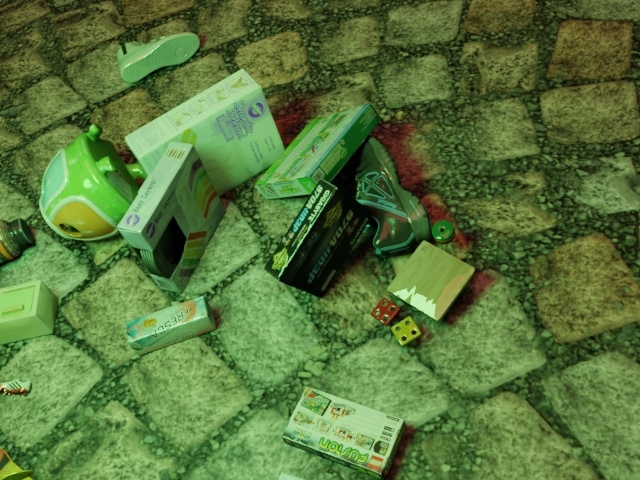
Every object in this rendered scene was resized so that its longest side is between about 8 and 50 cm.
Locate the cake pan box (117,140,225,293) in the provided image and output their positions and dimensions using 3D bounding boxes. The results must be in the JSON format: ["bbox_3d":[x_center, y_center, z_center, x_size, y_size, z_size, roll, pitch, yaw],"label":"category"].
[{"bbox_3d":[-0.328,-0.046,1.664,0.070,0.245,0.266,10,56,23],"label":"cake pan box"}]

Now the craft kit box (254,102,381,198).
[{"bbox_3d":[-0.010,-0.206,1.745,0.250,0.061,0.247,-51,28,-22],"label":"craft kit box"}]

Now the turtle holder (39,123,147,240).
[{"bbox_3d":[-0.573,-0.145,1.812,0.227,0.243,0.320,-36,69,6],"label":"turtle holder"}]

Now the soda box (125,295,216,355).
[{"bbox_3d":[-0.323,0.184,1.601,0.183,0.063,0.058,-20,51,0],"label":"soda box"}]

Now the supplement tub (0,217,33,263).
[{"bbox_3d":[-0.826,0.014,1.849,0.198,0.106,0.106,-24,51,-2],"label":"supplement tub"}]

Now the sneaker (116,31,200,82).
[{"bbox_3d":[-0.497,-0.582,2.225,0.256,0.094,0.151,-26,48,-6],"label":"sneaker"}]

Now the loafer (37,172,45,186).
[{"bbox_3d":[-0.709,-0.131,1.959,0.148,0.056,0.050,29,59,32],"label":"loafer"}]

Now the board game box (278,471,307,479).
[{"bbox_3d":[-0.045,0.473,1.328,0.090,0.020,0.090,11,57,22],"label":"board game box"}]

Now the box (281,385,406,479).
[{"bbox_3d":[0.043,0.357,1.382,0.207,0.036,0.114,14,59,25],"label":"box"}]

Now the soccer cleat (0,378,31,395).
[{"bbox_3d":[-0.674,0.319,1.622,0.083,0.029,0.035,1,45,13],"label":"soccer cleat"}]

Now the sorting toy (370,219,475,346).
[{"bbox_3d":[0.225,0.095,1.517,0.132,0.046,0.274,31,77,33],"label":"sorting toy"}]

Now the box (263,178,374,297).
[{"bbox_3d":[0.000,0.000,1.534,0.051,0.175,0.220,34,92,34],"label":"box"}]

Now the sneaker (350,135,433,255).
[{"bbox_3d":[0.121,-0.111,1.665,0.140,0.125,0.340,-26,50,-3],"label":"sneaker"}]

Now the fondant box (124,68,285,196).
[{"bbox_3d":[-0.268,-0.226,1.790,0.330,0.238,0.096,-34,51,-11],"label":"fondant box"}]

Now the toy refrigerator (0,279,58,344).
[{"bbox_3d":[-0.758,0.178,1.711,0.270,0.094,0.102,-12,51,6],"label":"toy refrigerator"}]

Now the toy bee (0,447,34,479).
[{"bbox_3d":[-0.563,0.492,1.395,0.195,0.298,0.162,-18,9,46],"label":"toy bee"}]
